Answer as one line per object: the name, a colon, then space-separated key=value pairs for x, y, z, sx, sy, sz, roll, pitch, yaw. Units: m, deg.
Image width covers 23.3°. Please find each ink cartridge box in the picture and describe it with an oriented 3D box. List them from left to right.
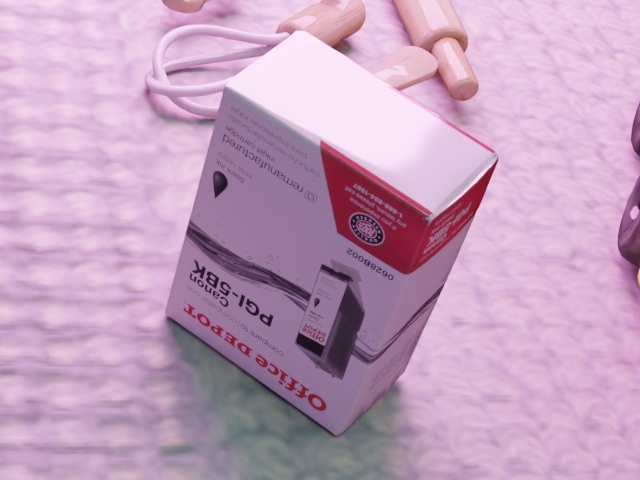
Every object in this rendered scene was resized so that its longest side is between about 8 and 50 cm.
ink cartridge box: x=0.000 y=0.000 z=0.633 sx=0.099 sy=0.135 sz=0.056 roll=34 pitch=45 yaw=15

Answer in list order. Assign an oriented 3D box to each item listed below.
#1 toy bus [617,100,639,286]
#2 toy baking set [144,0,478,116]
toy bus: x=0.258 y=-0.074 z=0.765 sx=0.149 sy=0.211 sz=0.220 roll=22 pitch=42 yaw=0
toy baking set: x=-0.012 y=-0.120 z=0.845 sx=0.196 sy=0.030 sz=0.256 roll=-4 pitch=46 yaw=-22
